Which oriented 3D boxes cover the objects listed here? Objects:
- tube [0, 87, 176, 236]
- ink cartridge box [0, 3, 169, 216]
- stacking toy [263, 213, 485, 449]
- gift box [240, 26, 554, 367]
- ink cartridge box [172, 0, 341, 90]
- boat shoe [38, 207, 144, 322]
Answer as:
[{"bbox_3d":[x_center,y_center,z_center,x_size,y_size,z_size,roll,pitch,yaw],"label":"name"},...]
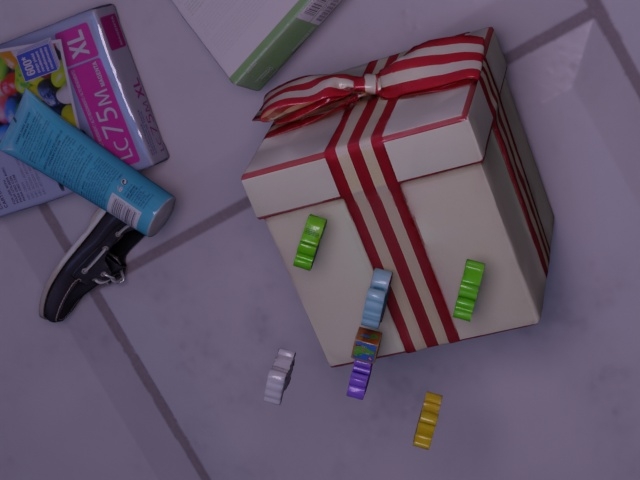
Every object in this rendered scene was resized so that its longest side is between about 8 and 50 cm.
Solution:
[{"bbox_3d":[-0.256,-0.079,1.482,0.207,0.052,0.080,33,107,8],"label":"tube"},{"bbox_3d":[-0.345,-0.130,1.547,0.311,0.065,0.185,-16,99,22],"label":"ink cartridge box"},{"bbox_3d":[0.047,0.084,1.256,0.167,0.052,0.221,16,123,5],"label":"stacking toy"},{"bbox_3d":[0.077,-0.064,1.344,0.255,0.276,0.258,-16,115,16],"label":"gift box"},{"bbox_3d":[-0.089,-0.300,1.428,0.171,0.056,0.235,-46,67,22],"label":"ink cartridge box"},{"bbox_3d":[-0.251,0.024,1.554,0.065,0.075,0.206,38,107,7],"label":"boat shoe"}]
